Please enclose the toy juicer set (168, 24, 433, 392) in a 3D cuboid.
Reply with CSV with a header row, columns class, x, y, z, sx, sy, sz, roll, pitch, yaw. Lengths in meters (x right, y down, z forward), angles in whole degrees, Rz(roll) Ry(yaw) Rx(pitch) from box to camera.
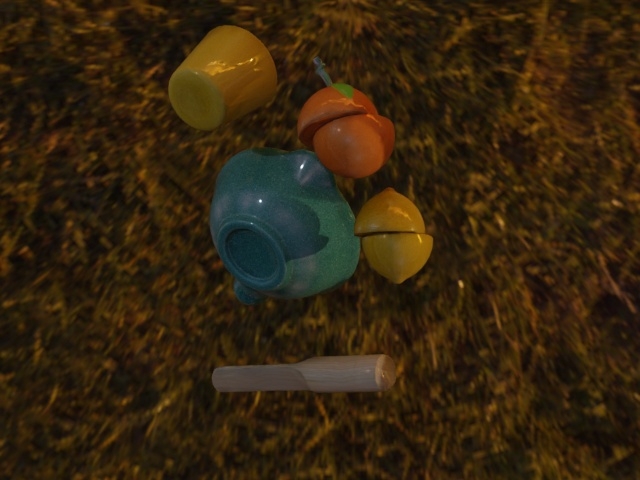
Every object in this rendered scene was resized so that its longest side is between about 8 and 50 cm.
class,x,y,z,sx,sy,sz,roll,pitch,yaw
toy juicer set,0.000,0.000,1.131,0.209,0.089,0.329,15,128,27
